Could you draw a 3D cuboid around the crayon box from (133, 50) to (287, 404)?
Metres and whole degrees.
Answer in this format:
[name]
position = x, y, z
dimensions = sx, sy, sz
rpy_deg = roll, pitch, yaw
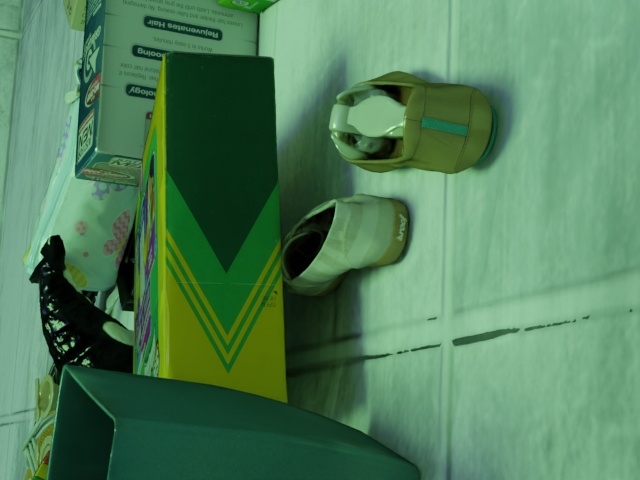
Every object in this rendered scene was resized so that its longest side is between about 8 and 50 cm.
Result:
[crayon box]
position = -0.114, 0.052, 1.168
dimensions = 0.363, 0.106, 0.313
rpy_deg = 117, 151, -64

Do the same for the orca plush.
[orca plush]
position = -0.235, 0.123, 1.337
dimensions = 0.151, 0.102, 0.287
rpy_deg = -29, 81, 17

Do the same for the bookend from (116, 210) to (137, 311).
[bookend]
position = -0.200, -0.018, 1.519
dimensions = 0.157, 0.072, 0.156
rpy_deg = -110, 35, -49

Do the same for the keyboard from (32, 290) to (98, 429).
[keyboard]
position = -0.362, 0.136, 1.843
dimensions = 0.201, 0.033, 0.317
rpy_deg = -117, 46, -82

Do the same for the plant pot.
[plant pot]
position = -0.062, 0.192, 0.879
dimensions = 0.166, 0.234, 0.165
rpy_deg = -163, 81, -65

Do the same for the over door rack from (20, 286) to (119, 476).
[over door rack]
position = -0.267, 0.230, 1.553
dimensions = 0.324, 0.108, 0.239
rpy_deg = -66, 33, 22

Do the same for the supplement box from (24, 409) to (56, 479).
[supplement box]
position = -0.375, 0.313, 1.826
dimensions = 0.078, 0.080, 0.233
rpy_deg = -60, -6, -51

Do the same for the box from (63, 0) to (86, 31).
[box]
position = -0.239, -0.431, 1.647
dimensions = 0.121, 0.148, 0.311
rpy_deg = -113, 35, -50

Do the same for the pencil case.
[pencil case]
position = -0.261, -0.077, 1.452
dimensions = 0.124, 0.113, 0.273
rpy_deg = -16, -55, -68

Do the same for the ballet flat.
[ballet flat]
position = 0.047, -0.091, 0.913
dimensions = 0.232, 0.073, 0.080
rpy_deg = -172, 89, -69

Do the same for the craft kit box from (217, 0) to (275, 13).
[craft kit box]
position = -0.032, -0.374, 1.230
dimensions = 0.246, 0.061, 0.250
rpy_deg = 169, 107, -70

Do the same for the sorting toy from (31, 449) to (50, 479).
[sorting toy]
position = -0.201, 0.318, 1.215
dimensions = 0.257, 0.255, 0.089
rpy_deg = -53, 12, 49

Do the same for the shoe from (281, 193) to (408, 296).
[shoe]
position = 0.000, 0.000, 1.023
dimensions = 0.219, 0.058, 0.076
rpy_deg = 154, 121, -65

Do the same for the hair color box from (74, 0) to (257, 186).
[hair color box]
position = -0.164, -0.232, 1.353
dimensions = 0.105, 0.174, 0.347
rpy_deg = 150, 124, -62

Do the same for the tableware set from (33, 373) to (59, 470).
[tableware set]
position = -0.320, 0.223, 1.518
dimensions = 0.169, 0.020, 0.141
rpy_deg = -31, 55, 53
